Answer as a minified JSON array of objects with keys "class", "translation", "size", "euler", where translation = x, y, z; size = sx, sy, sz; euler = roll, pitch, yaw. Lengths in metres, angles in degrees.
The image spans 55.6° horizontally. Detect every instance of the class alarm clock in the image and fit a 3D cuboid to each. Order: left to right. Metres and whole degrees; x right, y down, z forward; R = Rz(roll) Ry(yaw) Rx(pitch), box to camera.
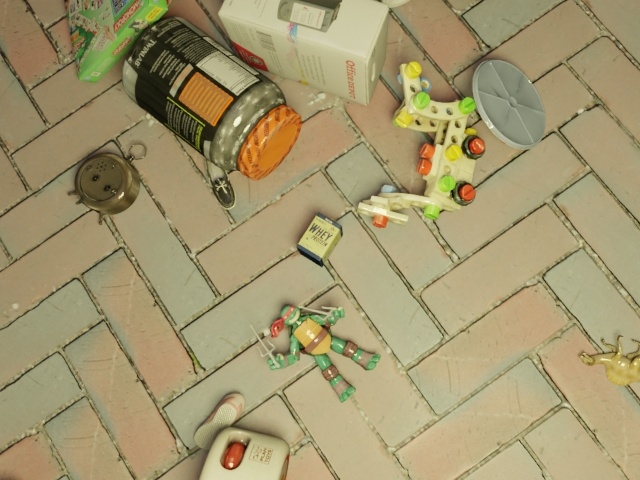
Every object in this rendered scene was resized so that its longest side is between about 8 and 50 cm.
[{"class":"alarm clock","translation":[-0.448,-0.138,1.307],"size":[0.129,0.064,0.192],"euler":[40,81,11]}]

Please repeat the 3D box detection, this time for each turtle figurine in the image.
[{"class":"turtle figurine","translation":[-0.009,0.192,1.171],"size":[0.234,0.118,0.175],"euler":[41,100,-4]}]

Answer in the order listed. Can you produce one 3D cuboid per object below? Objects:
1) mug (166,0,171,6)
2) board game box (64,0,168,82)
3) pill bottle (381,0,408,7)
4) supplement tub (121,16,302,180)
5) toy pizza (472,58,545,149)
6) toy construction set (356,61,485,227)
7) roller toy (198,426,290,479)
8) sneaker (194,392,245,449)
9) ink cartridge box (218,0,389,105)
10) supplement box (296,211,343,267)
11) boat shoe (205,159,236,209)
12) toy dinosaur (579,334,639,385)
[{"class":"mug","translation":[-0.413,-0.608,1.365],"size":[0.169,0.113,0.150],"euler":[47,119,8]},{"class":"board game box","translation":[-0.443,-0.504,1.285],"size":[0.317,0.046,0.213],"euler":[-21,78,41]},{"class":"pill bottle","translation":[0.144,-0.607,1.329],"size":[0.094,0.094,0.169],"euler":[-24,78,0]},{"class":"supplement tub","translation":[-0.217,-0.284,1.239],"size":[0.338,0.207,0.207],"euler":[38,84,11]},{"class":"toy pizza","translation":[0.379,-0.274,1.233],"size":[0.201,0.032,0.201],"euler":[11,67,-28]},{"class":"toy construction set","translation":[0.205,-0.168,1.206],"size":[0.215,0.151,0.327],"euler":[20,89,-16]},{"class":"roller toy","translation":[-0.132,0.443,1.089],"size":[0.146,0.209,0.191],"euler":[11,74,6]},{"class":"sneaker","translation":[-0.193,0.353,1.194],"size":[0.051,0.070,0.134],"euler":[39,114,3]},{"class":"ink cartridge box","translation":[-0.025,-0.416,1.240],"size":[0.306,0.226,0.131],"euler":[19,82,8]},{"class":"supplement box","translation":[0.000,0.000,1.224],"size":[0.056,0.083,0.083],"euler":[31,82,9]},{"class":"boat shoe","translation":[-0.214,-0.127,1.293],"size":[0.046,0.038,0.125],"euler":[-17,77,2]},{"class":"toy dinosaur","translation":[0.589,0.237,1.149],"size":[0.183,0.053,0.092],"euler":[25,97,17]}]
